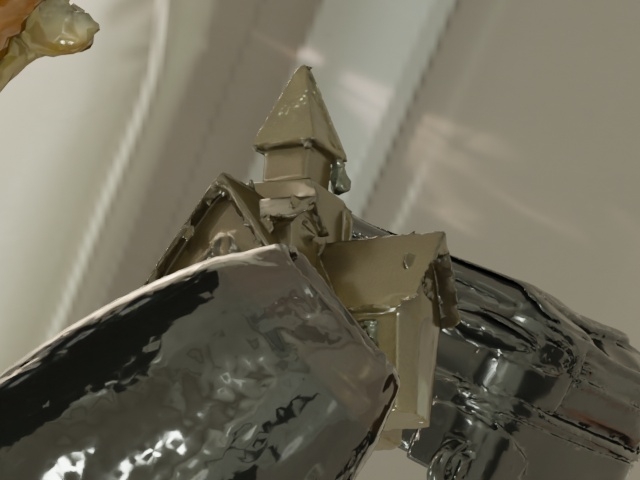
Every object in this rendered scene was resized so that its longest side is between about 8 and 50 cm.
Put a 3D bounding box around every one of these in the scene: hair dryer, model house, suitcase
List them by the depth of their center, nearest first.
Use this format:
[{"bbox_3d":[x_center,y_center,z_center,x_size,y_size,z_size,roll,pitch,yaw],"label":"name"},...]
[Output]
[{"bbox_3d":[-0.043,0.177,0.722,0.304,0.359,0.120,-44,45,3],"label":"hair dryer"},{"bbox_3d":[0.000,0.000,1.279,0.176,0.181,0.248,-6,72,27],"label":"model house"},{"bbox_3d":[0.095,0.105,1.711,0.345,0.339,0.188,22,86,35],"label":"suitcase"}]

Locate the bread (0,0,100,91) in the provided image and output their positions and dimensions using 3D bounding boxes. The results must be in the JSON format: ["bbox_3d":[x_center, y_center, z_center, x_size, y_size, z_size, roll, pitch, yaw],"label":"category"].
[{"bbox_3d":[-0.322,-0.129,0.662,0.390,0.371,0.279,-34,66,17],"label":"bread"}]
